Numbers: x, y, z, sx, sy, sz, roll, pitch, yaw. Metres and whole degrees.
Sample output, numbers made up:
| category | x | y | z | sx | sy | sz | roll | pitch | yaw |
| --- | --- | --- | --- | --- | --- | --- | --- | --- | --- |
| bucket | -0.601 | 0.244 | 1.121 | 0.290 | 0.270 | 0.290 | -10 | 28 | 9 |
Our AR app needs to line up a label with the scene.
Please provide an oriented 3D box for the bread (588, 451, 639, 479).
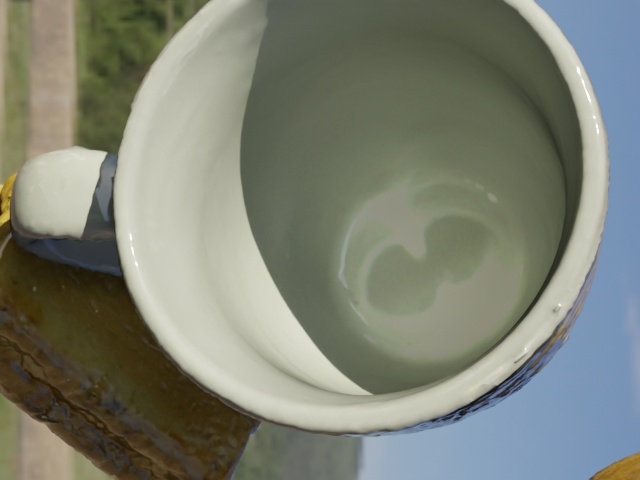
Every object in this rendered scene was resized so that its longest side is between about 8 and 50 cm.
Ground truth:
| category | x | y | z | sx | sy | sz | roll | pitch | yaw |
| --- | --- | --- | --- | --- | --- | --- | --- | --- | --- |
| bread | 0.212 | 0.232 | 0.971 | 0.148 | 0.270 | 0.270 | 58 | 14 | -32 |

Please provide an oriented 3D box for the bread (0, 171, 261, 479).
| category | x | y | z | sx | sy | sz | roll | pitch | yaw |
| --- | --- | --- | --- | --- | --- | --- | --- | --- | --- |
| bread | -0.122 | 0.056 | 0.985 | 0.083 | 0.211 | 0.114 | -11 | -138 | 51 |

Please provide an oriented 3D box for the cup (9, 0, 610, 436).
| category | x | y | z | sx | sy | sz | roll | pitch | yaw |
| --- | --- | --- | --- | --- | --- | --- | --- | --- | --- |
| cup | 0.000 | 0.000 | 0.907 | 0.257 | 0.301 | 0.227 | 51 | 41 | -73 |
